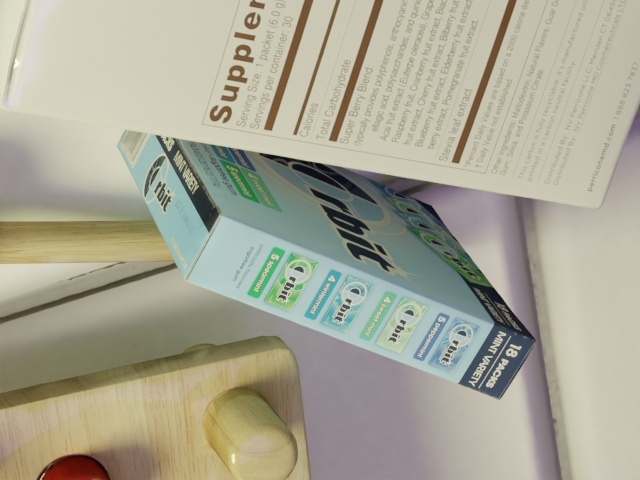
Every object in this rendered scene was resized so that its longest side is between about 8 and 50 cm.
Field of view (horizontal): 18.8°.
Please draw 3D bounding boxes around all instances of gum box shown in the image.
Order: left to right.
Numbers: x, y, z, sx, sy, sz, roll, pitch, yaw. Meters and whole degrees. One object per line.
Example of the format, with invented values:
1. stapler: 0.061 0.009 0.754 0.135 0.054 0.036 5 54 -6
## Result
1. gum box: 0.000 0.000 0.978 0.184 0.157 0.041 21 108 -27

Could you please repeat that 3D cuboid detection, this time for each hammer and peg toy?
1. hammer and peg toy: -0.120 0.141 1.001 0.266 0.127 0.361 -11 110 -16

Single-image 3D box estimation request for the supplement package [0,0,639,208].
1. supplement package: -0.002 -0.145 0.893 0.293 0.177 0.175 9 113 -22
